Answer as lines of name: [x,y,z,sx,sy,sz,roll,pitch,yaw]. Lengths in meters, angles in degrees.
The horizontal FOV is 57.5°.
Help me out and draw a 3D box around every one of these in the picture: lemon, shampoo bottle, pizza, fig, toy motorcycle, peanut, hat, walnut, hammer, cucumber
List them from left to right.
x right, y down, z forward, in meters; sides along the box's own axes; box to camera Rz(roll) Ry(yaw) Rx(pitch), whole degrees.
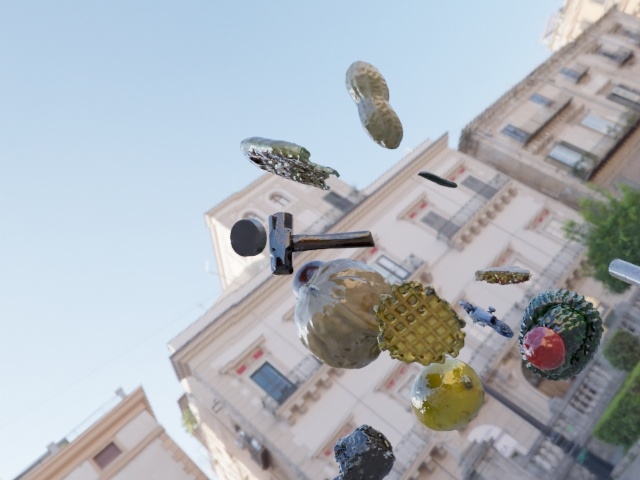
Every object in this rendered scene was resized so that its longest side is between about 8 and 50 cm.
fig: [-0.017,0.183,2.263,0.205,0.205,0.205,-39,-32,-30]
hammer: [0.000,0.000,2.201,0.095,0.408,0.243,58,-151,-66]
walnut: [0.087,0.245,1.943,0.381,0.381,0.381,-39,-32,-30]
peanut: [0.171,-0.416,1.807,0.136,0.299,0.120,-16,-9,-35]
cucumber: [0.439,-0.224,2.163,0.184,0.036,0.033,18,-79,-27]
lemon: [0.452,0.556,2.100,0.260,0.260,0.284,-29,-40,-41]
toy motorcycle: [0.716,0.339,2.524,0.092,0.254,0.135,-55,-32,-8]
pizza: [0.630,0.121,1.941,0.188,0.199,0.062,-7,-88,-19]
hat: [0.692,0.288,1.702,0.332,0.242,0.275,-4,-87,-62]
shampoo bottle: [1.052,0.120,1.932,0.071,0.214,0.072,-3,-75,-12]

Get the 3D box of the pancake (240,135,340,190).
pancake: [-0.092,-0.235,1.719,0.427,0.304,0.067,138,152,-84]

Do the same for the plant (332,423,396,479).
plant: [0.140,0.770,2.033,0.204,0.178,0.234,36,-75,-20]

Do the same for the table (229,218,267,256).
table: [-0.252,-0.009,2.031,0.043,0.133,0.134,-5,-56,-60]

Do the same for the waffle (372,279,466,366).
waffle: [0.292,0.247,1.718,0.060,0.280,0.263,-73,-15,-75]
